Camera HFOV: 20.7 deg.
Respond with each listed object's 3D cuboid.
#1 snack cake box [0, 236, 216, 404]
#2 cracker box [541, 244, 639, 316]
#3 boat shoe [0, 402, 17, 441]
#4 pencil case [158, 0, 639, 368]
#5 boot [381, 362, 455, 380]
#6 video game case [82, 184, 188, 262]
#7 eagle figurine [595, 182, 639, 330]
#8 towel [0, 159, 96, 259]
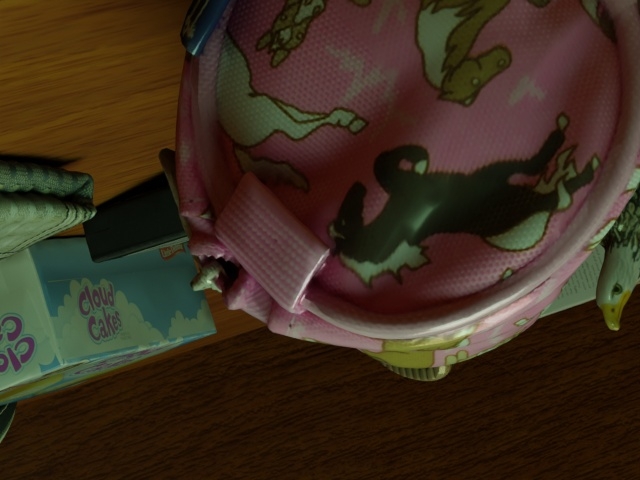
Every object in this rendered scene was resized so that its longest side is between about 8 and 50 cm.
[{"bbox_3d":[-0.199,0.061,1.263,0.152,0.089,0.264,-20,176,19],"label":"snack cake box"},{"bbox_3d":[0.230,-0.002,1.820,0.232,0.156,0.067,-16,174,-26],"label":"cracker box"},{"bbox_3d":[-0.350,0.131,1.332,0.340,0.127,0.113,-10,147,-47],"label":"boat shoe"},{"bbox_3d":[0.042,-0.027,0.725,0.167,0.160,0.386,5,176,6],"label":"pencil case"},{"bbox_3d":[0.125,0.046,1.890,0.207,0.090,0.248,-21,-144,-26],"label":"boot"},{"bbox_3d":[0.027,-0.048,1.097,0.248,0.035,0.275,-14,178,-45],"label":"video game case"},{"bbox_3d":[0.234,-0.031,1.464,0.225,0.298,0.226,-81,-166,-59],"label":"eagle figurine"},{"bbox_3d":[-0.296,0.037,0.813,0.312,0.056,0.324,-20,174,19],"label":"towel"}]
